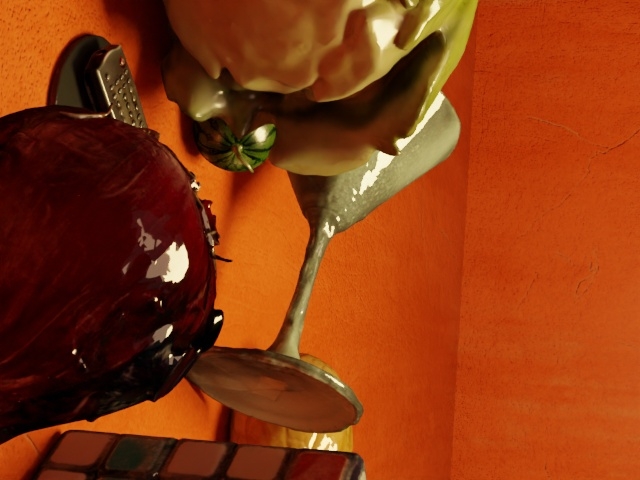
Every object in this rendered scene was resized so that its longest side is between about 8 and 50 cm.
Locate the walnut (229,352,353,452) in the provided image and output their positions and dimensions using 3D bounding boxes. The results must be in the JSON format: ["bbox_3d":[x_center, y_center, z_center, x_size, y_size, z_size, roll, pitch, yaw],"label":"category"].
[{"bbox_3d":[-0.035,0.235,1.495,0.159,0.159,0.207,76,16,-45],"label":"walnut"}]

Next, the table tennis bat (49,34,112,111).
[{"bbox_3d":[-0.192,-0.066,1.132,0.274,0.021,0.154,74,24,-43],"label":"table tennis bat"}]

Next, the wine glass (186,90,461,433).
[{"bbox_3d":[0.000,0.000,1.409,0.267,0.267,0.406,68,32,-55],"label":"wine glass"}]

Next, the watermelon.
[{"bbox_3d":[-0.094,-0.123,1.322,0.109,0.109,0.109,3,90,-74],"label":"watermelon"}]

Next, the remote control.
[{"bbox_3d":[-0.174,-0.078,1.114,0.059,0.028,0.212,-60,144,-50],"label":"remote control"}]

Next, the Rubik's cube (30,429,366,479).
[{"bbox_3d":[-0.116,0.357,0.982,0.287,0.291,0.293,-64,150,-56],"label":"Rubik's cube"}]

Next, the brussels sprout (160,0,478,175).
[{"bbox_3d":[-0.002,-0.317,1.160,0.425,0.342,0.361,92,19,-46],"label":"brussels sprout"}]

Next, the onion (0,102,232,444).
[{"bbox_3d":[-0.176,0.021,0.869,0.281,0.221,0.281,-56,171,-13],"label":"onion"}]
